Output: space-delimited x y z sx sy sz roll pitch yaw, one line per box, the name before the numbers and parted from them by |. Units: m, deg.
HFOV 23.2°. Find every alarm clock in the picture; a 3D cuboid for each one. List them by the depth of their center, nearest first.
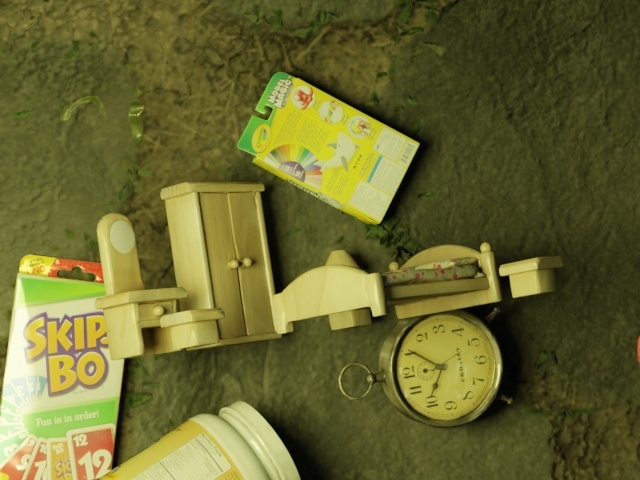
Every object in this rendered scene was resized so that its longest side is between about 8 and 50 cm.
alarm clock | 0.110 0.138 1.685 0.192 0.064 0.129 -8 92 -18

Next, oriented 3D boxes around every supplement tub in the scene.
supplement tub | -0.133 0.267 1.587 0.199 0.144 0.144 -32 89 -22

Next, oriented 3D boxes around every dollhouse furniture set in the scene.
dollhouse furniture set | 0.000 0.000 1.538 0.303 0.355 0.174 -4 83 -49

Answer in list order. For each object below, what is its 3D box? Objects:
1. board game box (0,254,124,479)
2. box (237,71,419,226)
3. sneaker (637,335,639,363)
board game box | -0.271 0.147 1.645 0.124 0.039 0.260 7 79 -9
box | 0.006 -0.101 1.716 0.179 0.043 0.105 29 80 -7
sneaker | 0.477 0.079 1.736 0.313 0.136 0.116 -25 122 -31
